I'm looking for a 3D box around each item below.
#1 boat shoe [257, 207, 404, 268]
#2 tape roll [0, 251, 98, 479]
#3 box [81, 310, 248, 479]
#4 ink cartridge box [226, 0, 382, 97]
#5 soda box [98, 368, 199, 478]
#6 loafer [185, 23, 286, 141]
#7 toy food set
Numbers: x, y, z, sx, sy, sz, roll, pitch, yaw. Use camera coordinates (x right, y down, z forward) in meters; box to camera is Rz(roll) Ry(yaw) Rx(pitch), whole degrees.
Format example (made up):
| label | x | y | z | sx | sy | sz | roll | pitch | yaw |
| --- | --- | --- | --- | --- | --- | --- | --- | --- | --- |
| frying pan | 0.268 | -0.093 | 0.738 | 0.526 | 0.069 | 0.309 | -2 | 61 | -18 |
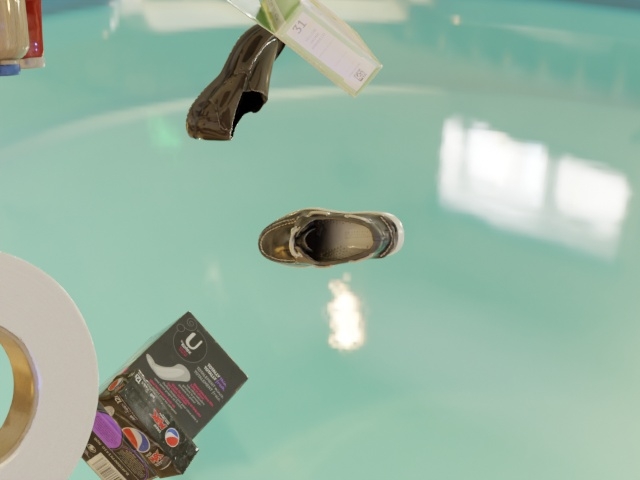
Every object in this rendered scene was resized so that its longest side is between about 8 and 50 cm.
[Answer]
| label | x | y | z | sx | sy | sz | roll | pitch | yaw |
| --- | --- | --- | --- | --- | --- | --- | --- | --- | --- |
| boat shoe | 0.000 | 0.000 | 0.946 | 0.125 | 0.046 | 0.038 | 1 | 6 | 34 |
| tape roll | -0.473 | 0.198 | 1.650 | 0.392 | 0.391 | 0.072 | -20 | 14 | -35 |
| box | -0.280 | 0.274 | 2.148 | 0.165 | 0.143 | 0.270 | 50 | 47 | -5 |
| ink cartridge box | -0.047 | -0.268 | 1.452 | 0.235 | 0.056 | 0.171 | 37 | 13 | -20 |
| soda box | -0.258 | 0.278 | 1.921 | 0.053 | 0.169 | 0.060 | -18 | 25 | 38 |
| loafer | -0.102 | -0.215 | 1.794 | 0.078 | 0.080 | 0.220 | 27 | 67 | 15 |
| toy food set | -0.287 | -0.181 | 1.041 | 0.111 | 0.104 | 0.232 | -9 | 11 | -25 |
